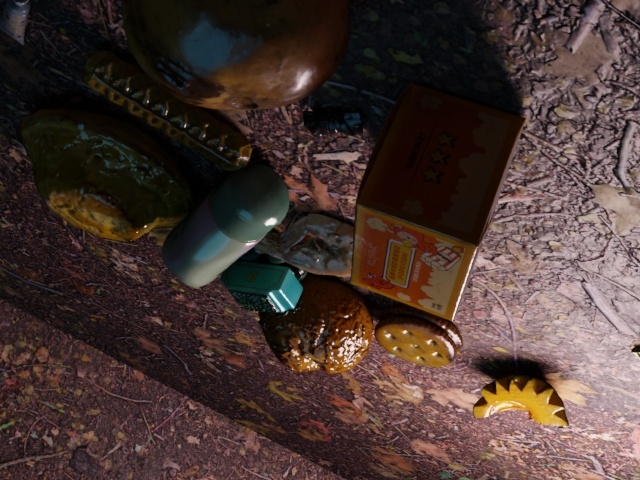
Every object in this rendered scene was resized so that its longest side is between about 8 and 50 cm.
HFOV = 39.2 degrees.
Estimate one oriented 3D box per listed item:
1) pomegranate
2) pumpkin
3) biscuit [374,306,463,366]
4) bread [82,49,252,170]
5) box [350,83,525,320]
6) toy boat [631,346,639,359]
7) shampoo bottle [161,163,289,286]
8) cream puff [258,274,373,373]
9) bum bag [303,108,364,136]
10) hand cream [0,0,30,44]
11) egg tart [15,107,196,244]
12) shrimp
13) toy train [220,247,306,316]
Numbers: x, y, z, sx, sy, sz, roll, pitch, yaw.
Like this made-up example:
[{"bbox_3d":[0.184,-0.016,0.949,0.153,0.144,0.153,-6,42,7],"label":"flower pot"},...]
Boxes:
[{"bbox_3d":[-0.116,-0.320,1.261,0.322,0.322,0.322,19,153,10],"label":"pomegranate"},{"bbox_3d":[0.511,0.373,2.225,0.254,0.149,0.130,-4,102,40],"label":"pumpkin"},{"bbox_3d":[0.239,0.237,2.204,0.220,0.066,0.220,18,152,10],"label":"biscuit"},{"bbox_3d":[-0.294,-0.249,1.752,0.367,0.084,0.077,31,-168,-16],"label":"bread"},{"bbox_3d":[0.183,-0.061,1.502,0.213,0.260,0.283,21,153,12],"label":"box"},{"bbox_3d":[0.717,0.262,1.914,0.115,0.016,0.063,40,150,-28],"label":"toy boat"},{"bbox_3d":[-0.196,-0.040,1.921,0.151,0.222,0.349,46,137,-5],"label":"shampoo bottle"},{"bbox_3d":[-0.017,0.220,2.226,0.303,0.212,0.303,16,148,11],"label":"cream puff"},{"bbox_3d":[0.024,-0.210,1.610,0.124,0.034,0.058,4,133,34],"label":"bum bag"},{"bbox_3d":[-0.580,-0.427,1.707,0.065,0.043,0.170,37,155,-13],"label":"hand cream"},{"bbox_3d":[-0.497,-0.122,2.036,0.443,0.178,0.443,18,154,9],"label":"egg tart"},{"bbox_3d":[-0.033,0.001,1.995,0.316,0.062,0.164,10,128,18],"label":"shrimp"},{"bbox_3d":[-0.130,0.084,2.124,0.203,0.163,0.112,4,145,34],"label":"toy train"}]
